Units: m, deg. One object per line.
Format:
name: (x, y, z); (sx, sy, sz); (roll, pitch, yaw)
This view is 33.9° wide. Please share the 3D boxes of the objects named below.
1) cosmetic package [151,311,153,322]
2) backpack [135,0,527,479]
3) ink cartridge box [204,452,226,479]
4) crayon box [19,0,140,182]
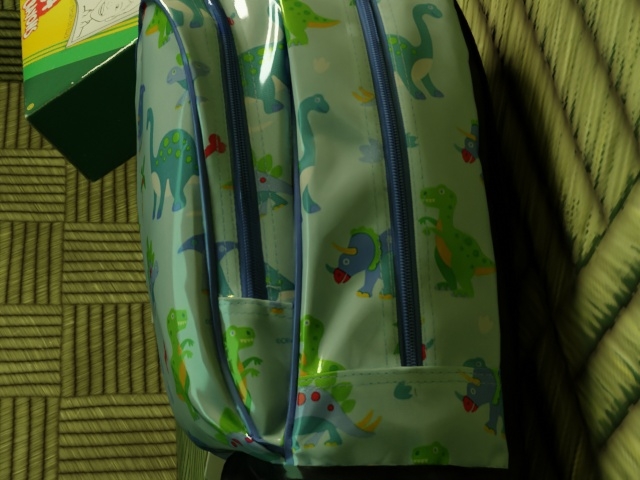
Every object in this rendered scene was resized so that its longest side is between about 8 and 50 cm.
cosmetic package: (-0.190, -0.016, 1.653); (0.129, 0.153, 0.296); (161, 107, -78)
backpack: (0.000, 0.000, 0.631); (0.290, 0.274, 0.355); (120, 161, -79)
ink cartridge box: (-0.052, 0.143, 1.010); (0.061, 0.104, 0.181); (-110, 29, -63)
crayon box: (-0.150, -0.270, 1.059); (0.106, 0.313, 0.363); (49, -168, -39)
